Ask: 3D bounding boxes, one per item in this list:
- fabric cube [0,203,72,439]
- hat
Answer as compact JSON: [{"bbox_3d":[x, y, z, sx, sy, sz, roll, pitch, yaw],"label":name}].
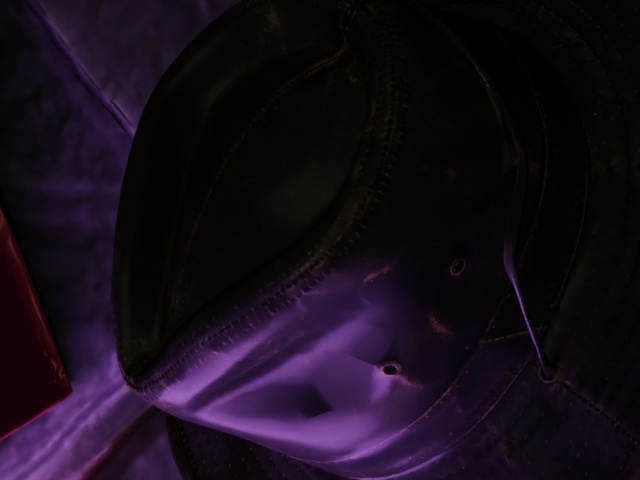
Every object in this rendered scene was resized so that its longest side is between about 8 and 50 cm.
[{"bbox_3d":[-0.324,0.023,0.804,0.258,0.254,0.259,-17,94,26],"label":"fabric cube"},{"bbox_3d":[0.000,0.000,0.668,0.331,0.134,0.331,-7,80,42],"label":"hat"}]
